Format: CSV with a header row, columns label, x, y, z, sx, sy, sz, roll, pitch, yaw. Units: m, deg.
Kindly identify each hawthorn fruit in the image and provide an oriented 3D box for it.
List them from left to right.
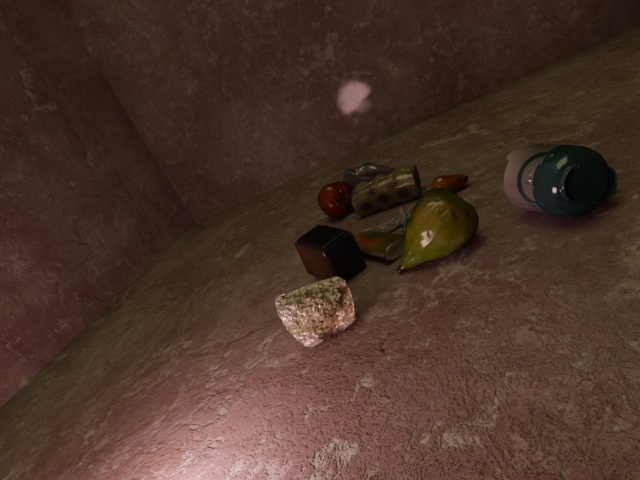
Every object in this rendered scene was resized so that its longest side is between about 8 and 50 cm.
label,x,y,z,sx,sy,sz,roll,pitch,yaw
hawthorn fruit,0.068,-0.221,2.370,0.207,0.207,0.243,-37,17,-25

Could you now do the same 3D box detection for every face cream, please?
label,x,y,z,sx,sy,sz,roll,pitch,yaw
face cream,0.227,0.014,1.717,0.139,0.067,0.285,-32,19,-20

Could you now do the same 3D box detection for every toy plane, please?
label,x,y,z,sx,sy,sz,roll,pitch,yaw
toy plane,0.353,-0.088,1.829,0.226,0.058,0.226,-25,15,18

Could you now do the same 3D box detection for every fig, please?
label,x,y,z,sx,sy,sz,roll,pitch,yaw
fig,0.404,-0.020,1.454,0.233,0.233,0.314,10,84,60

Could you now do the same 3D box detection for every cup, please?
label,x,y,z,sx,sy,sz,roll,pitch,yaw
cup,0.762,-0.188,1.344,0.289,0.219,0.257,1,13,-17

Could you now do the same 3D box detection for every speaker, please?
label,x,y,z,sx,sy,sz,roll,pitch,yaw
speaker,0.036,0.056,1.690,0.153,0.193,0.231,-35,24,-23

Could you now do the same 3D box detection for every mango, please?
label,x,y,z,sx,sy,sz,roll,pitch,yaw
mango,0.576,-0.250,1.920,0.159,0.084,0.105,-6,5,3

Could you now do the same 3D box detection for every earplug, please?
label,x,y,z,sx,sy,sz,roll,pitch,yaw
earplug,0.285,-0.368,2.508,0.325,0.175,0.214,-18,15,-2

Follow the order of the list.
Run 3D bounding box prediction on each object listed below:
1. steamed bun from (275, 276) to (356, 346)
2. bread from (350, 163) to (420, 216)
label,x,y,z,sx,sy,sz,roll,pitch,yaw
steamed bun,0.001,0.222,1.326,0.225,0.200,0.170,-25,59,1
bread,0.328,-0.254,2.141,0.338,0.155,0.187,-18,26,25
